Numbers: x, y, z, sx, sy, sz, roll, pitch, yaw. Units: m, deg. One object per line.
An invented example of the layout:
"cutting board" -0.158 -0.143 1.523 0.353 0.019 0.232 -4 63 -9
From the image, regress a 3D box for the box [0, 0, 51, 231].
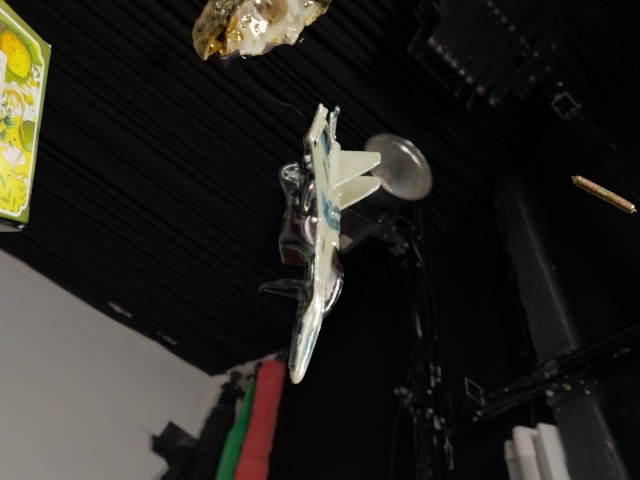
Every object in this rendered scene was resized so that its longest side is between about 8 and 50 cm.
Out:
"box" -0.646 -0.250 0.859 0.373 0.138 0.421 96 -3 -81

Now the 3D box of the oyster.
"oyster" -0.044 -0.192 0.392 0.148 0.051 0.103 -49 171 -31

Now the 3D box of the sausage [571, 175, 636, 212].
"sausage" 0.412 -0.068 0.723 0.015 0.100 0.015 -56 171 -13

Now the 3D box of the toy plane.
"toy plane" -0.011 -0.002 0.448 0.192 0.088 0.262 85 21 -52
